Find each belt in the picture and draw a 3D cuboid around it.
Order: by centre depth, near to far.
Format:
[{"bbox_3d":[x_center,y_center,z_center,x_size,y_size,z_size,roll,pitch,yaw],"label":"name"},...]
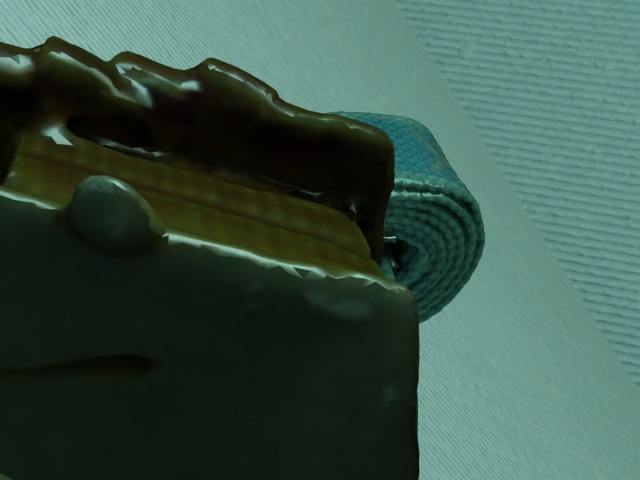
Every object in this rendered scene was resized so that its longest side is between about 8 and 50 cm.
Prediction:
[{"bbox_3d":[0.008,-0.001,1.101,0.147,0.163,0.082,82,-14,-48],"label":"belt"}]

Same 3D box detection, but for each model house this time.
[{"bbox_3d":[-0.058,0.038,0.737,0.199,0.219,0.229,9,18,-9],"label":"model house"}]

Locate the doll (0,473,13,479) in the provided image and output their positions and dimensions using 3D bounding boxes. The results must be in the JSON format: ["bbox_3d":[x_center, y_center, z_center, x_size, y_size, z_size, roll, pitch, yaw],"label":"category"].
[{"bbox_3d":[-0.133,0.077,0.364,0.256,0.152,0.196,41,44,4],"label":"doll"}]
